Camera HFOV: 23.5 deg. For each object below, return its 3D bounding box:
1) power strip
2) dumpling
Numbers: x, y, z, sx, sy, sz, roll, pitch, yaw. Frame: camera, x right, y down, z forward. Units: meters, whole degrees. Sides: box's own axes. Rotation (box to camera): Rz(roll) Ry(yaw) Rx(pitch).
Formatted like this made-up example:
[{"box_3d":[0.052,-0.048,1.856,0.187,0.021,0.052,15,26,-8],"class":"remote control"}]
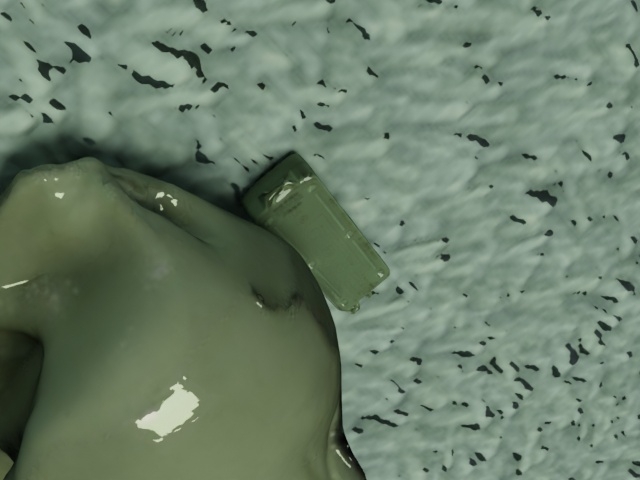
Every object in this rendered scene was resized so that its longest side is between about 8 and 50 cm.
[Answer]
[{"box_3d":[0.000,0.000,0.554,0.027,0.017,0.083,-38,140,2],"class":"power strip"},{"box_3d":[-0.062,0.061,0.519,0.150,0.092,0.176,-28,146,13],"class":"dumpling"}]
